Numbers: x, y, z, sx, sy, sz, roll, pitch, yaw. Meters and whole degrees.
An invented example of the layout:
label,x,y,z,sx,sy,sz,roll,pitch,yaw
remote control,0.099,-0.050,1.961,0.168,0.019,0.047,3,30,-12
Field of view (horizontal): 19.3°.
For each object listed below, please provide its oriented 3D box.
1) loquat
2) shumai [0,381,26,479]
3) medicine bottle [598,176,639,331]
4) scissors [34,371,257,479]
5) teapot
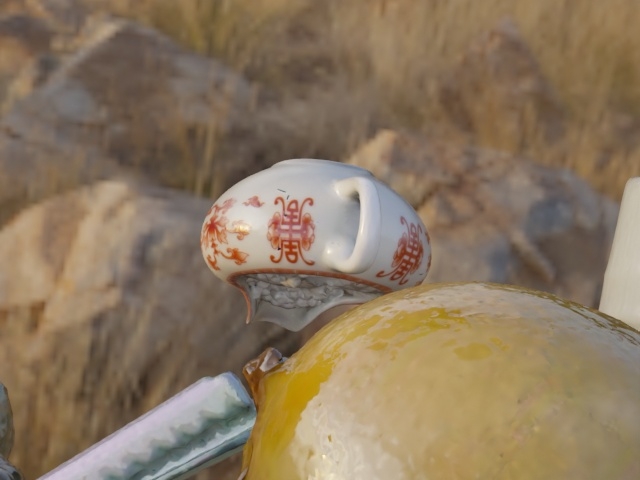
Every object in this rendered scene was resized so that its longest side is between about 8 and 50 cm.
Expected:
label,x,y,z,sx,sy,sz,roll,pitch,yaw
loquat,0.047,0.081,0.513,0.163,0.163,0.137,16,57,16
shumai,-0.302,0.205,1.267,0.346,0.217,0.283,-14,6,17
medicine bottle,0.242,0.160,1.118,0.211,0.372,0.211,11,1,0
scissors,-0.130,0.115,0.649,0.256,0.030,0.125,-31,-5,14
teapot,0.000,0.000,1.300,0.159,0.116,0.245,19,-11,-6
